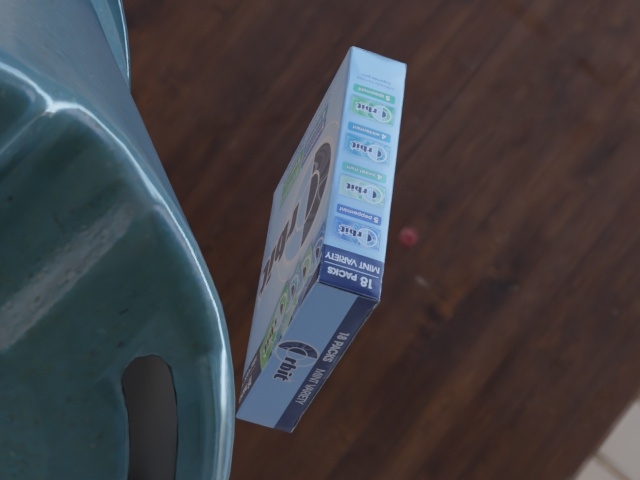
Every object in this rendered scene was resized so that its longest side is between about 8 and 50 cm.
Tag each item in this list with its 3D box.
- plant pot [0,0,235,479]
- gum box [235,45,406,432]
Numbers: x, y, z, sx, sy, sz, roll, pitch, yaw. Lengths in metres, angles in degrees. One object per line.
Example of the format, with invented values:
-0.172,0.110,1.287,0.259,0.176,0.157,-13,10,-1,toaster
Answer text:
-0.195,-0.002,0.490,0.341,0.341,0.334,42,4,-31,plant pot
0.000,0.000,0.879,0.041,0.184,0.157,17,-39,-12,gum box
